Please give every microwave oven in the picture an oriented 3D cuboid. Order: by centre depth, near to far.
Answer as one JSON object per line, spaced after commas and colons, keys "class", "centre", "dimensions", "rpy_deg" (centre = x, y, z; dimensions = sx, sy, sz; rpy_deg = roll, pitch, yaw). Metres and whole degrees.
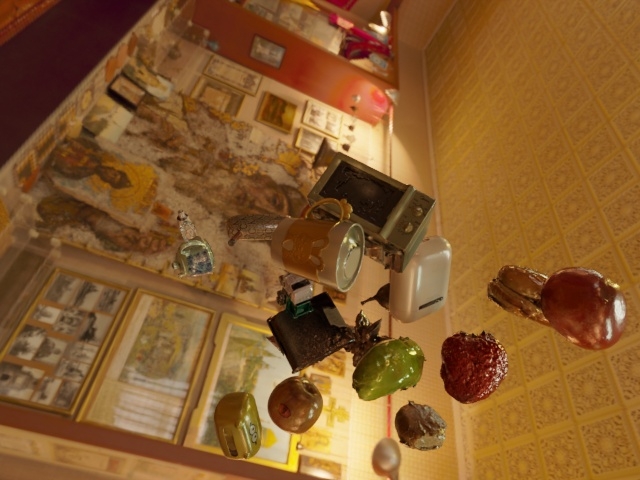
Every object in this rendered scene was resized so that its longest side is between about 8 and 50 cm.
{"class": "microwave oven", "centre": [0.160, -0.075, 1.412], "dimensions": [0.219, 0.354, 0.286], "rpy_deg": [-56, 163, -15]}

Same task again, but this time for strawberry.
{"class": "strawberry", "centre": [0.576, 0.495, 1.654], "dimensions": [0.277, 0.257, 0.257], "rpy_deg": [-52, -178, -34]}

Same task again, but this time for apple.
{"class": "apple", "centre": [-0.098, 0.635, 1.667], "dimensions": [0.188, 0.211, 0.211], "rpy_deg": [-54, -165, 2]}

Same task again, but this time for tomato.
{"class": "tomato", "centre": [0.723, 0.172, 1.150], "dimensions": [0.200, 0.233, 0.140], "rpy_deg": [-40, 165, -22]}

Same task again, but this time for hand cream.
{"class": "hand cream", "centre": [-0.615, -0.033, 2.017], "dimensions": [0.050, 0.084, 0.257], "rpy_deg": [49, -21, 53]}

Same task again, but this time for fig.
{"class": "fig", "centre": [0.313, 0.264, 1.967], "dimensions": [0.146, 0.273, 0.170], "rpy_deg": [-110, -159, -53]}

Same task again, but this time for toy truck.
{"class": "toy truck", "centre": [-0.077, 0.190, 1.462], "dimensions": [0.116, 0.110, 0.216], "rpy_deg": [59, -23, 27]}

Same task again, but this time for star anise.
{"class": "star anise", "centre": [0.221, 0.506, 2.091], "dimensions": [0.331, 0.117, 0.332], "rpy_deg": [12, -73, 45]}

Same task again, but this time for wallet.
{"class": "wallet", "centre": [-0.034, 0.325, 1.556], "dimensions": [0.221, 0.262, 0.071], "rpy_deg": [58, -22, 25]}

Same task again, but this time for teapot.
{"class": "teapot", "centre": [-0.485, 0.070, 1.610], "dimensions": [0.232, 0.158, 0.159], "rpy_deg": [114, -11, -53]}

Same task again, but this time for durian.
{"class": "durian", "centre": [0.260, 0.502, 1.662], "dimensions": [0.204, 0.339, 0.256], "rpy_deg": [38, -79, 31]}

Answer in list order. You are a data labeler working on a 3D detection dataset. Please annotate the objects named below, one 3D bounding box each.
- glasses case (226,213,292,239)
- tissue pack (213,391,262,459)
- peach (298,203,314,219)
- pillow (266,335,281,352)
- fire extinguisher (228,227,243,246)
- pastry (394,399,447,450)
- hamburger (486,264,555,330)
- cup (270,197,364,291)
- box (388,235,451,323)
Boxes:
{"class": "glasses case", "centre": [-0.296, -0.070, 2.174], "dimensions": [0.085, 0.354, 0.137], "rpy_deg": [106, -25, -44]}
{"class": "tissue pack", "centre": [-0.240, 0.546, 1.254], "dimensions": [0.127, 0.123, 0.179], "rpy_deg": [-68, 149, -72]}
{"class": "peach", "centre": [0.067, -0.070, 2.358], "dimensions": [0.388, 0.387, 0.389], "rpy_deg": [-159, -90, -76]}
{"class": "pillow", "centre": [-0.140, 0.422, 1.811], "dimensions": [0.184, 0.118, 0.043], "rpy_deg": [-22, -150, 41]}
{"class": "fire extinguisher", "centre": [-0.264, -0.012, 1.347], "dimensions": [0.022, 0.028, 0.083], "rpy_deg": [-26, -162, 28]}
{"class": "pastry", "centre": [0.414, 0.784, 1.807], "dimensions": [0.218, 0.228, 0.100], "rpy_deg": [28, -62, 38]}
{"class": "hamburger", "centre": [0.759, 0.196, 1.529], "dimensions": [0.284, 0.304, 0.174], "rpy_deg": [-119, -130, -83]}
{"class": "cup", "centre": [0.000, 0.000, 1.167], "dimensions": [0.185, 0.225, 0.242], "rpy_deg": [8, 92, -65]}
{"class": "box", "centre": [0.411, 0.161, 1.771], "dimensions": [0.141, 0.288, 0.349], "rpy_deg": [28, -54, 48]}
